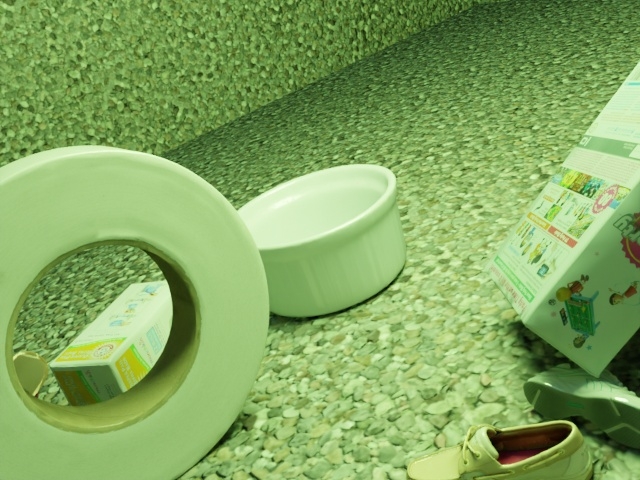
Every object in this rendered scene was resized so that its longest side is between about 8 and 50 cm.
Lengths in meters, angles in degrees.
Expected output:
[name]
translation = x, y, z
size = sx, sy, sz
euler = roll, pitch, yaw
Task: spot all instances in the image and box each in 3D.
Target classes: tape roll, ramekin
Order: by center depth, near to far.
[tape roll]
translation = -0.235, 0.094, 0.769
size = 0.392, 0.392, 0.072
euler = -32, 26, -26
[ramekin]
translation = 0.000, 0.000, 1.117
size = 0.277, 0.135, 0.277
euler = -16, 23, 7

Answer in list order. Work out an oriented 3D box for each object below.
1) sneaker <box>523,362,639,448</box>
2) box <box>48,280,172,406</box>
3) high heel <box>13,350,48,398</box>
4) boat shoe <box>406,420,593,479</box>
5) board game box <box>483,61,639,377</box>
[sneaker]
translation = 0.269, 0.148, 0.682
size = 0.061, 0.054, 0.152
euler = -30, 24, -29
[box]
translation = -0.256, 0.155, 0.998
size = 0.103, 0.114, 0.203
euler = -7, 25, 25
[high heel]
translation = -0.499, 0.307, 0.922
size = 0.181, 0.127, 0.377
euler = -38, 9, 46
[boat shoe]
translation = 0.156, 0.195, 0.656
size = 0.169, 0.059, 0.063
euler = -14, 24, 13
[board game box]
translation = 0.313, -0.038, 0.747
size = 0.303, 0.097, 0.224
euler = -54, 4, 11
